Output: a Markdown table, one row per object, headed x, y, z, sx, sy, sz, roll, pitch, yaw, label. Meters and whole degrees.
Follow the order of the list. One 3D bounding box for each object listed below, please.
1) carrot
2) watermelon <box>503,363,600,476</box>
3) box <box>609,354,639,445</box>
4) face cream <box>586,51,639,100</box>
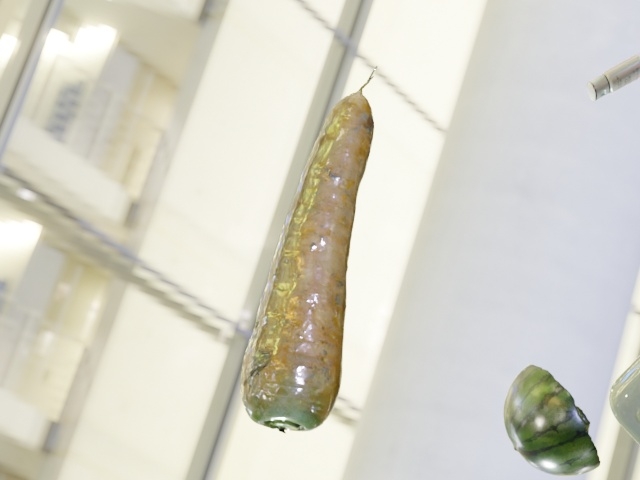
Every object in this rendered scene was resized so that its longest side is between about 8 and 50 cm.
| x | y | z | sx | sy | sz | roll | pitch | yaw | label |
| --- | --- | --- | --- | --- | --- | --- | --- | --- | --- |
| 0.000 | 0.000 | 1.397 | 0.078 | 0.298 | 0.078 | 12 | -14 | 3 | carrot |
| 0.193 | 0.162 | 1.566 | 0.105 | 0.062 | 0.105 | 53 | -8 | 10 | watermelon |
| 0.214 | 0.081 | 0.801 | 0.172 | 0.093 | 0.124 | 47 | -50 | 14 | box |
| 0.319 | -0.176 | 1.830 | 0.020 | 0.115 | 0.038 | 53 | -14 | 33 | face cream |
